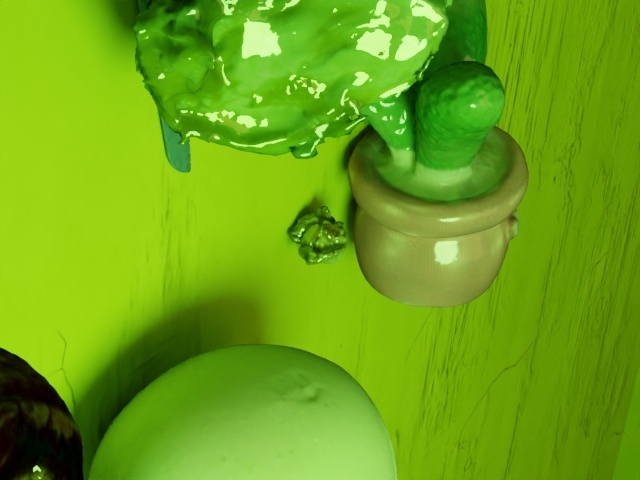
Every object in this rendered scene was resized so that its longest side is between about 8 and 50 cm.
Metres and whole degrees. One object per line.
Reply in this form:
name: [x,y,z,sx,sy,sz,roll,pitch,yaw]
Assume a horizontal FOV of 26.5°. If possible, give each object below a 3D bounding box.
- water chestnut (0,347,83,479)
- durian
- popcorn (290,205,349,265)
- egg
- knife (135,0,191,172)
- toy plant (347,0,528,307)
water chestnut: [-0.296,0.233,0.944,0.350,0.302,0.350,-45,146,-44]
durian: [-0.010,-0.204,1.197,0.339,0.256,0.204,-77,167,-58]
popcorn: [0.003,0.001,1.555,0.068,0.059,0.083,53,20,-23]
egg: [-0.082,0.249,1.366,0.345,0.283,0.283,-8,118,-50]
knife: [-0.143,-0.175,1.227,0.044,0.019,0.313,-49,150,-36]
toy plant: [0.135,-0.115,1.591,0.317,0.211,0.356,-87,173,-52]
